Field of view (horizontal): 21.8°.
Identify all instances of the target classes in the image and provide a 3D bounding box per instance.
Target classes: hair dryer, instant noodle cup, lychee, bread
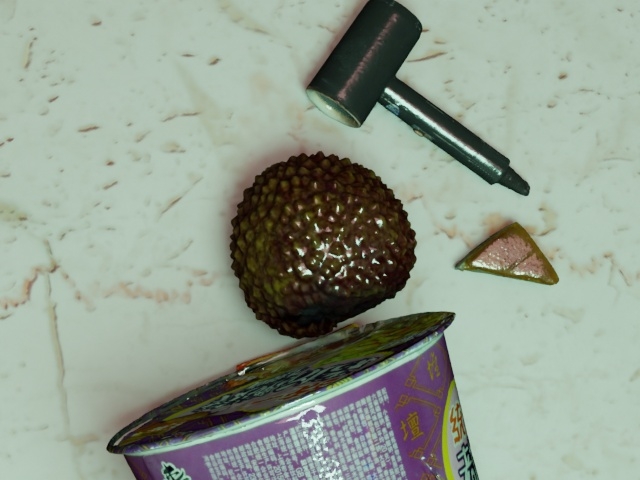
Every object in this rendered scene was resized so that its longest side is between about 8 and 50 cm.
[{"bbox_3d":[0.122,-0.136,1.715,0.255,0.070,0.128,33,81,-10],"label":"hair dryer"},{"bbox_3d":[0.012,0.239,1.485,0.340,0.340,0.266,-22,94,-8],"label":"instant noodle cup"},{"bbox_3d":[0.000,0.000,1.626,0.188,0.188,0.188,1,85,-7],"label":"lychee"},{"bbox_3d":[0.195,0.011,1.712,0.109,0.043,0.062,7,86,-5],"label":"bread"}]

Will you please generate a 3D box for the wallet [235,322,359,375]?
[{"bbox_3d":[0.012,0.217,1.666,0.141,0.067,0.241,-19,83,-4],"label":"wallet"}]
